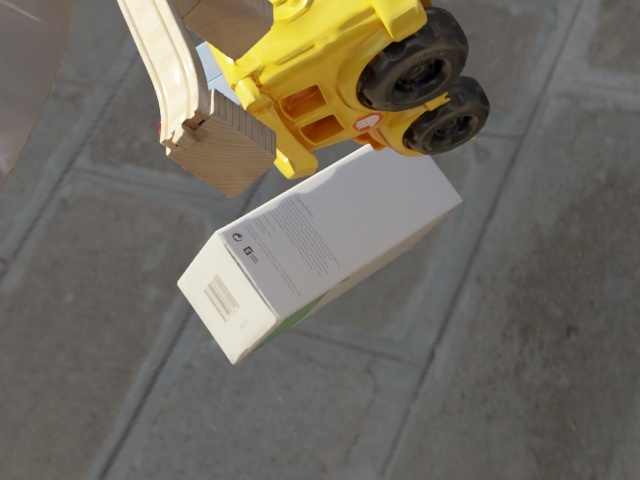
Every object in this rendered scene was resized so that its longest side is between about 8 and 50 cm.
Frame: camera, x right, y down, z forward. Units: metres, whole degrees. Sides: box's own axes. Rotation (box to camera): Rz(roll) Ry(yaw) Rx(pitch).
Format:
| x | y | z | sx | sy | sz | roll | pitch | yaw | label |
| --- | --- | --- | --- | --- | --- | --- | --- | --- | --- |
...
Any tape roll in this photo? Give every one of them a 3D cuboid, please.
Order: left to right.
| x | y | z | sx | sy | sz | roll | pitch | yaw | label |
| --- | --- | --- | --- | --- | --- | --- | --- | --- | --- |
| -0.233 | -0.068 | 0.721 | 0.219 | 0.072 | 0.219 | -44 | 30 | 33 | tape roll |

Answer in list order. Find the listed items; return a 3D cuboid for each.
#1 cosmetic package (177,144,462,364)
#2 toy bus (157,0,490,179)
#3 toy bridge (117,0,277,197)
| x | y | z | sx | sy | sz | roll | pitch | yaw | label |
| --- | --- | --- | --- | --- | --- | --- | --- | --- | --- |
| 0.000 | 0.000 | 1.715 | 0.365 | 0.197 | 0.155 | -31 | 81 | -31 | cosmetic package |
| -0.007 | -0.113 | 0.849 | 0.211 | 0.220 | 0.149 | -32 | 65 | 6 | toy bus |
| -0.048 | -0.094 | 0.448 | 0.026 | 0.063 | 0.188 | -39 | 33 | 27 | toy bridge |
